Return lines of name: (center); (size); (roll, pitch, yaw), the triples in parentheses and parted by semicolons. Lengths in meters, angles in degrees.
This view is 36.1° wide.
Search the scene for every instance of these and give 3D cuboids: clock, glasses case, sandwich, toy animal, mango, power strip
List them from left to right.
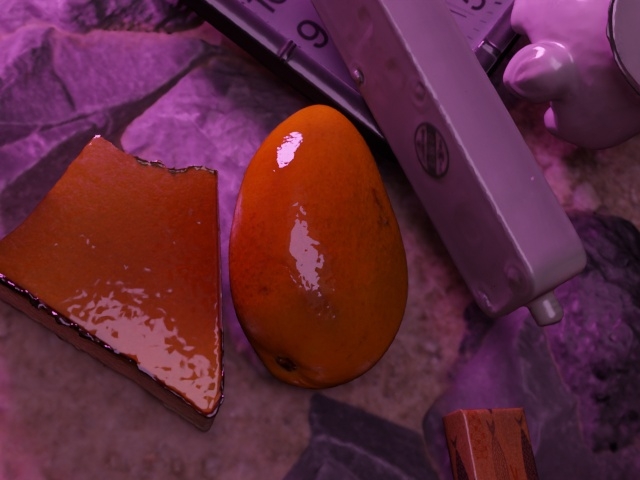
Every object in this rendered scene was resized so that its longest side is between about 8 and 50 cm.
sandwich: (-0.117, 0.020, 0.713); (0.193, 0.058, 0.162); (34, 65, 3)
mango: (0.002, -0.002, 0.726); (0.141, 0.102, 0.217); (7, 70, -17)
clock: (0.043, -0.230, 0.851); (0.279, 0.049, 0.273); (38, 65, 2)
power strip: (0.083, -0.108, 0.741); (0.062, 0.091, 0.385); (-23, 79, -23)
glasses case: (0.130, 0.208, 0.709); (0.065, 0.041, 0.170); (4, 67, -32)
toy animal: (0.318, -0.160, 0.831); (0.325, 0.154, 0.208); (13, 89, -17)
